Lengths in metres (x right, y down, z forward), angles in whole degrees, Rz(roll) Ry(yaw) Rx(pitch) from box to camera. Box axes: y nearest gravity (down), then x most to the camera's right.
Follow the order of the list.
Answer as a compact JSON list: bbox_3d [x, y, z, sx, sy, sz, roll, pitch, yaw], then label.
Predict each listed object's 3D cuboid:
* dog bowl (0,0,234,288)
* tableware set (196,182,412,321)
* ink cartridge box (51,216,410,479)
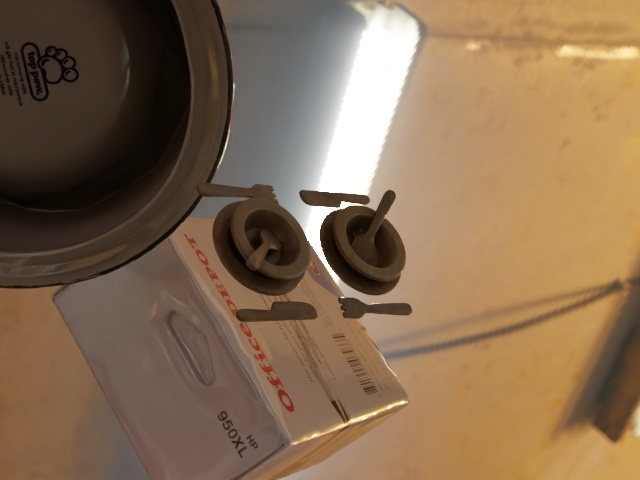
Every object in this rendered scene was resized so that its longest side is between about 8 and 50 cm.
[{"bbox_3d":[-0.282,-0.167,1.094,0.408,0.150,0.408,0,-69,-1],"label":"dog bowl"},{"bbox_3d":[0.000,0.000,0.962,0.194,0.128,0.039,1,-32,-39],"label":"tableware set"},{"bbox_3d":[-0.088,0.132,1.363,0.166,0.285,0.395,-37,-14,17],"label":"ink cartridge box"}]
